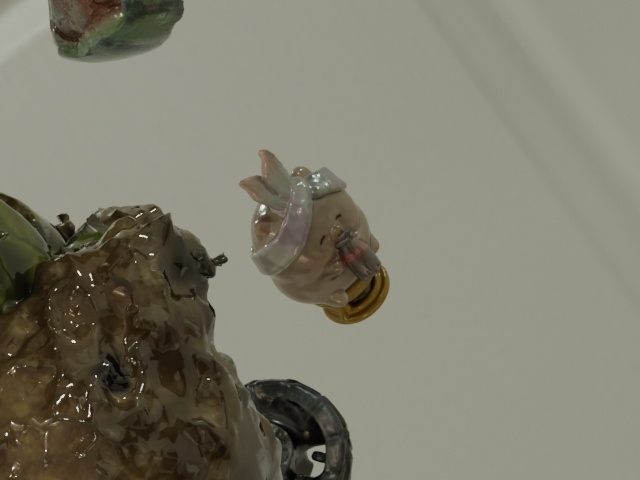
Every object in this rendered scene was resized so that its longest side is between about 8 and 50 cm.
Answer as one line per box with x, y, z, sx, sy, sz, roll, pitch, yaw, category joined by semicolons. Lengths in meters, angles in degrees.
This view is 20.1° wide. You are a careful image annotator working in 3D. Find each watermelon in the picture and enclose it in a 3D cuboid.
-0.191;-0.199;1.441;0.071;0.139;0.187;-34;12;-26;watermelon

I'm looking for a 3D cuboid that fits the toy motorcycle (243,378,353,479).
-0.101;0.204;1.006;0.108;0.173;0.307;61;-130;-68;toy motorcycle

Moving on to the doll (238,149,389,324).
0.000;0.000;1.050;0.073;0.084;0.127;-52;-45;-13;doll

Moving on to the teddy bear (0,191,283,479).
-0.129;-0.008;0.693;0.222;0.296;0.246;-1;-7;20;teddy bear
